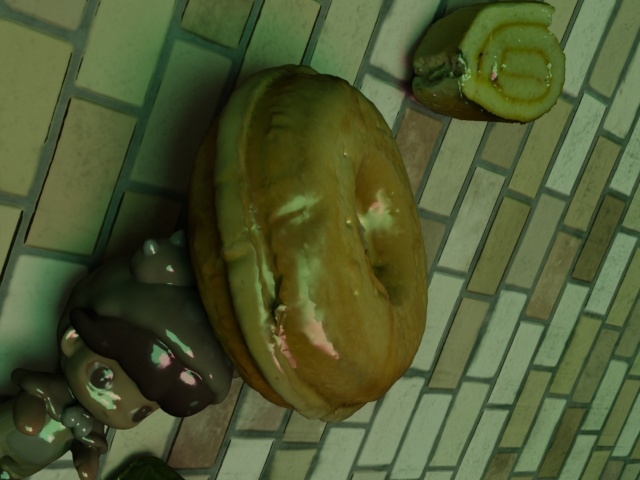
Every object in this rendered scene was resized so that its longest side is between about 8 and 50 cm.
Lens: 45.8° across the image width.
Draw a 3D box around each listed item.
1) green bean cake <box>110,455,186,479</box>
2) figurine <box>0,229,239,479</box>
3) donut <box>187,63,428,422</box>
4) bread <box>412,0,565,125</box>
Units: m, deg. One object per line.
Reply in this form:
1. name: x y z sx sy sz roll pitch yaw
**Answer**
1. green bean cake: -0.246 0.423 1.040 0.214 0.200 0.113 -43 137 -18
2. figurine: -0.261 0.164 0.934 0.380 0.203 0.248 -37 121 -4
3. donut: 0.000 0.000 0.945 0.449 0.198 0.449 31 54 -56
4. bread: 0.251 -0.272 1.160 0.257 0.124 0.186 -8 108 -33
